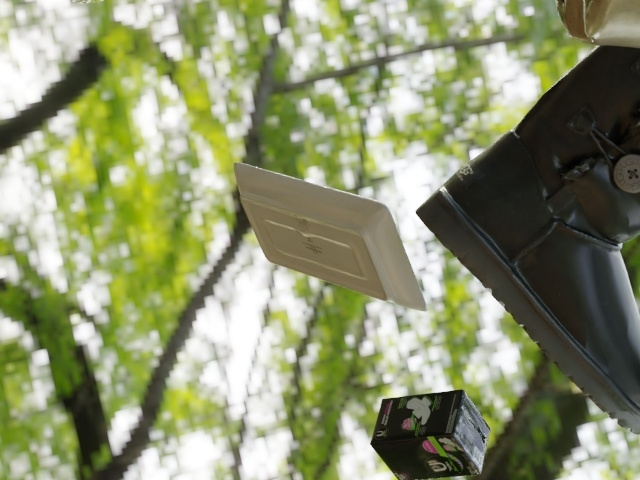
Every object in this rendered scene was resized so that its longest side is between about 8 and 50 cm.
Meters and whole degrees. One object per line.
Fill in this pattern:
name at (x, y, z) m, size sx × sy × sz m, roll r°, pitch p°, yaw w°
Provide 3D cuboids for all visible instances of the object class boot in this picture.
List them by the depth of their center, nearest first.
boot at (0.377, -0.057, 1.877) m, size 0.367 × 0.445 × 0.146 m, roll 45°, pitch 7°, yaw -20°

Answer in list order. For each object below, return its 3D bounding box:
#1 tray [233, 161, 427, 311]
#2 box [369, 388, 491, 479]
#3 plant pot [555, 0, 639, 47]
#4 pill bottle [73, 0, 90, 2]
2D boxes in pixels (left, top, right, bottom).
tray at (0.000, 0.000, 1.994) m, size 0.270 × 0.030 × 0.145 m, roll 17°, pitch -43°, yaw 49°
box at (0.097, 0.172, 1.592) m, size 0.062 × 0.083 × 0.052 m, roll 55°, pitch 39°, yaw -37°
plant pot at (0.344, -0.266, 1.408) m, size 0.334 × 0.306 × 0.333 m, roll 177°, pitch -90°, yaw -84°
pill bottle at (-0.294, -0.370, 2.325) m, size 0.208 × 0.118 × 0.117 m, roll -164°, pitch -117°, yaw -78°
